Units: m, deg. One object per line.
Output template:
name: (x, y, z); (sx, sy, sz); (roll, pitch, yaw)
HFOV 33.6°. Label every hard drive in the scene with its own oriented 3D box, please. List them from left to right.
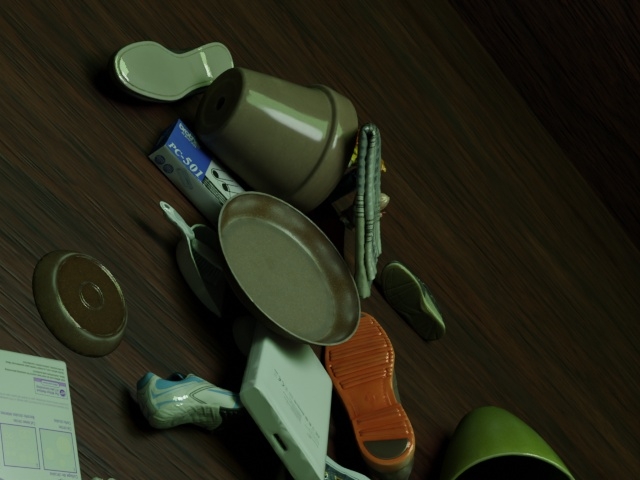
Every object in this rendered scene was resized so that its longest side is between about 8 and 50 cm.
hard drive: (-0.049, 0.241, 1.719); (0.203, 0.040, 0.307); (58, 14, -18)

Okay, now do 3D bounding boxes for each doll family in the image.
doll family: (0.067, -0.148, 2.252); (0.118, 0.163, 0.263); (35, 36, -39)

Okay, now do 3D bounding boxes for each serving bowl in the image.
serving bowl: (-0.112, 0.162, 1.804); (0.083, 0.027, 0.083); (41, 32, -33)

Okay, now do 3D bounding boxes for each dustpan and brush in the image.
dustpan and brush: (-0.207, 0.012, 1.752); (0.211, 0.060, 0.147); (42, 32, -31)

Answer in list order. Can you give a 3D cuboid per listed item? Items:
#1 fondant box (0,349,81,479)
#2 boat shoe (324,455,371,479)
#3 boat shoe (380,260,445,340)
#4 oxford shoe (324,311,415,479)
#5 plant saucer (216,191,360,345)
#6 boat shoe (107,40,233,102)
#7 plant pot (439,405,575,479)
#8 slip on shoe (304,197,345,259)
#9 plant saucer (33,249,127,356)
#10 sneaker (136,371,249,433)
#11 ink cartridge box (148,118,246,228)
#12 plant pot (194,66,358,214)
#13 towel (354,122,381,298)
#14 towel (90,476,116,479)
fondant box: (-0.380, 0.282, 1.170); (0.238, 0.096, 0.330); (22, 45, -51)
boat shoe: (0.023, 0.418, 1.752); (0.183, 0.065, 0.083); (36, 36, -26)
boat shoe: (0.200, 0.124, 2.317); (0.223, 0.080, 0.073); (52, 22, -26)
oxford shoe: (0.087, 0.291, 1.956); (0.133, 0.130, 0.364); (79, -1, -47)
plant saucer: (-0.061, 0.055, 1.793); (0.310, 0.050, 0.310); (33, 35, -27)
boat shoe: (-0.283, -0.298, 1.916); (0.335, 0.095, 0.112); (-21, 95, -58)
plant pot: (0.351, 0.457, 2.084); (0.275, 0.275, 0.293); (52, 13, -16)
slip on shoe: (0.000, 0.000, 2.060); (0.123, 0.101, 0.331); (18, 48, -50)
plant saucer: (-0.333, 0.083, 1.511); (0.168, 0.029, 0.168); (41, 32, -33)
sneaker: (-0.177, 0.235, 1.570); (0.237, 0.085, 0.086); (20, 40, -56)
ink cartridge box: (-0.209, -0.108, 1.882); (0.207, 0.046, 0.097); (48, 28, -21)
plant pot: (-0.099, -0.204, 1.946); (0.229, 0.263, 0.263); (29, 40, -35)
towel: (0.095, -0.061, 2.025); (0.312, 0.056, 0.324); (-69, 161, -83)
towel: (-0.228, 0.392, 1.246); (0.282, 0.049, 0.187); (77, 0, -63)
